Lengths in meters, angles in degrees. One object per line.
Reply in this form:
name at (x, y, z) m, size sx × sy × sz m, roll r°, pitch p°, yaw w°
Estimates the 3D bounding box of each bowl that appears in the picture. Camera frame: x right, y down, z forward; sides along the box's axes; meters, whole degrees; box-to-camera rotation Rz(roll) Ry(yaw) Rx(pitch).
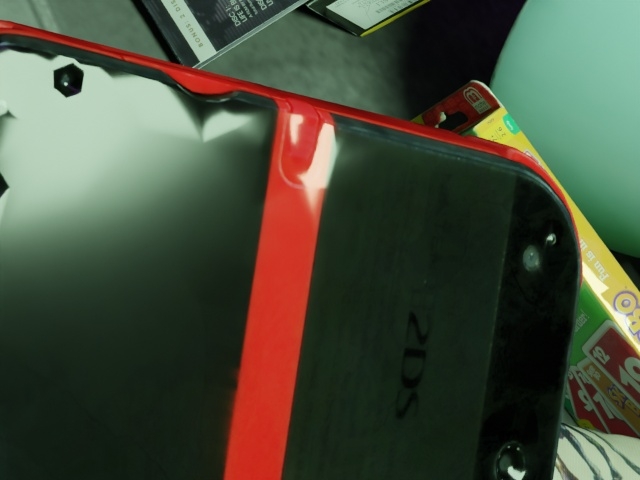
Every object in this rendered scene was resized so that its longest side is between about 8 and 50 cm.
bowl at (0.273, -0.098, 1.188) m, size 0.311 × 0.311 × 0.163 m, roll -9°, pitch 41°, yaw -46°

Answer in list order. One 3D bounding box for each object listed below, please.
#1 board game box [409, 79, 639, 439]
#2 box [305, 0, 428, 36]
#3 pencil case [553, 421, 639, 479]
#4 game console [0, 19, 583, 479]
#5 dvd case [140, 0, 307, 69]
board game box at (0.145, 0.020, 1.169) m, size 0.039 × 0.124 × 0.259 m, roll -35°, pitch 92°, yaw -25°
box at (0.075, -0.340, 1.225) m, size 0.079 × 0.257 × 0.322 m, roll 16°, pitch 53°, yaw -53°
pencil case at (0.102, 0.166, 1.011) m, size 0.410 × 0.160 × 0.183 m, roll 14°, pitch 27°, yaw -38°
game console at (-0.040, 0.127, 0.748) m, size 0.342 × 0.060 × 0.386 m, roll 10°, pitch 87°, yaw -36°
dvd case at (-0.034, -0.231, 1.127) m, size 0.164 × 0.221 × 0.018 m, roll 57°, pitch -3°, yaw 1°
